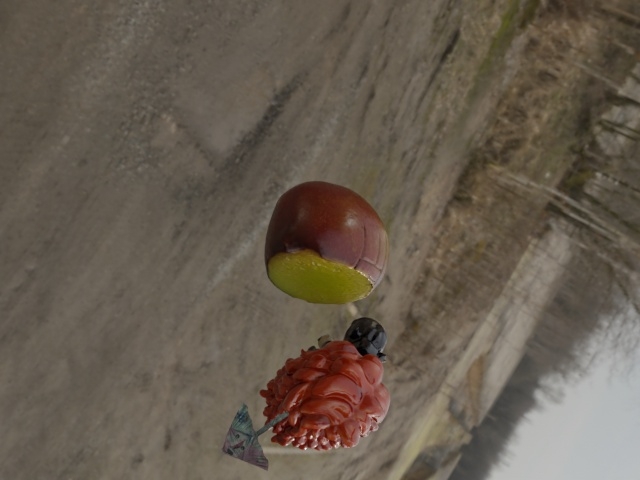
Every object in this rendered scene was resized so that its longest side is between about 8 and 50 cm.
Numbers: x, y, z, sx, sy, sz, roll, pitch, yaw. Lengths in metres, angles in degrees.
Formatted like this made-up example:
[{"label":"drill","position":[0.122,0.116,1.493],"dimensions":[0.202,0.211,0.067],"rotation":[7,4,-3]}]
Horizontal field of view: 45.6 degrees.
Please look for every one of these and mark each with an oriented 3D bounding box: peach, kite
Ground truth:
[{"label":"peach","position":[0.000,0.000,1.482],"dimensions":[0.248,0.245,0.275],"rotation":[-24,159,6]},{"label":"kite","position":[-0.122,0.374,1.457],"dimensions":[0.152,0.137,0.005],"rotation":[-18,177,-27]}]

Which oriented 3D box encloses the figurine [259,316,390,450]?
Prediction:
[{"label":"figurine","position":[0.029,0.310,1.684],"dimensions":[0.306,0.241,0.412],"rotation":[-27,-173,21]}]
